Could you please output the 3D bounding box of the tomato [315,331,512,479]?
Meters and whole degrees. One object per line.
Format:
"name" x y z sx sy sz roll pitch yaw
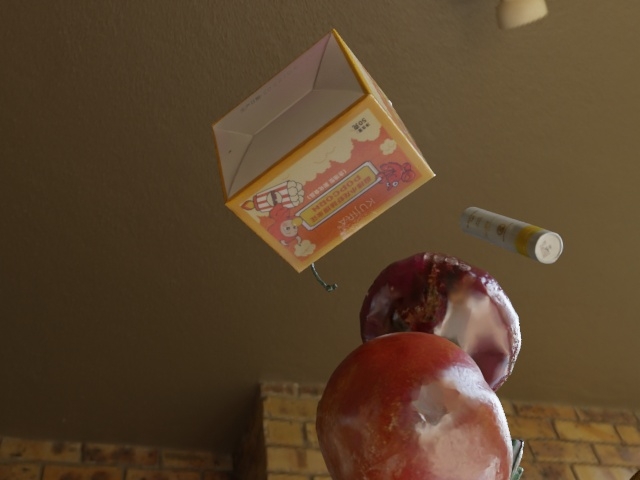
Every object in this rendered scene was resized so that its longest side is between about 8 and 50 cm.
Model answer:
"tomato" 0.106 0.202 0.768 0.201 0.233 0.139 -22 -23 -17

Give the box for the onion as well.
"onion" 0.269 0.227 1.676 0.399 0.420 0.398 2 -84 16

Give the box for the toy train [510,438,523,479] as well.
"toy train" 0.193 0.403 1.132 0.174 0.248 0.307 26 -26 11

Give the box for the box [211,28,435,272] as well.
"box" -0.004 -0.149 1.195 0.284 0.259 0.214 -36 -52 15

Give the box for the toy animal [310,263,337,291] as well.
"toy animal" -0.007 0.006 1.674 0.070 0.252 0.079 4 -25 -13

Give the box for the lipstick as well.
"lipstick" 0.347 -0.014 1.328 0.059 0.264 0.059 -4 -77 -18

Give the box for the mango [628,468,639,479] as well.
"mango" 0.383 0.327 0.820 0.161 0.076 0.103 -51 -55 -17
